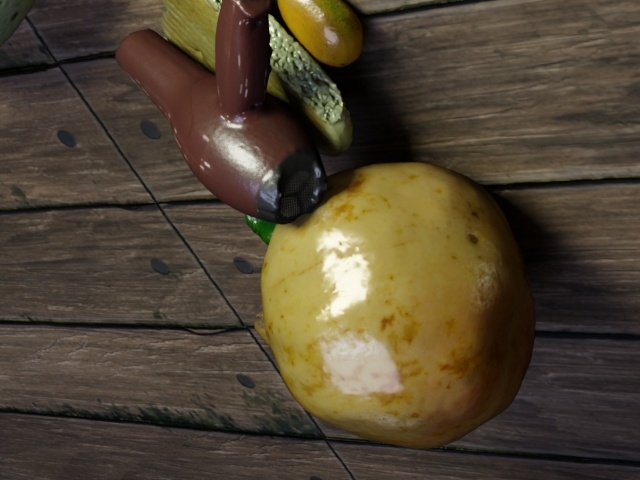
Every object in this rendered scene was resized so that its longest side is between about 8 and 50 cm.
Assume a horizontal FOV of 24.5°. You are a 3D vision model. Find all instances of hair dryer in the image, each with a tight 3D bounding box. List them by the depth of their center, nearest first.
[{"bbox_3d":[-0.109,-0.202,1.527,0.312,0.123,0.340,45,152,27],"label":"hair dryer"}]

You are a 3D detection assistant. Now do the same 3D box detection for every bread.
[{"bbox_3d":[-0.081,-0.199,1.654,0.286,0.056,0.207,48,161,-8],"label":"bread"}]

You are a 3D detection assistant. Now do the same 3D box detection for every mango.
[{"bbox_3d":[-0.002,-0.235,1.577,0.114,0.057,0.079,46,151,-13],"label":"mango"}]

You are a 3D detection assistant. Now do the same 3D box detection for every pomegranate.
[{"bbox_3d":[0.074,0.080,1.672,0.342,0.342,0.342,21,144,16],"label":"pomegranate"}]

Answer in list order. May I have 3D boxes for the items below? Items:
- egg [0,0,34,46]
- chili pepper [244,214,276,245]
[{"bbox_3d":[-0.454,-0.318,1.629,0.379,0.288,0.287,-10,127,51],"label":"egg"},{"bbox_3d":[-0.001,0.002,1.871,0.216,0.062,0.108,25,139,12],"label":"chili pepper"}]
